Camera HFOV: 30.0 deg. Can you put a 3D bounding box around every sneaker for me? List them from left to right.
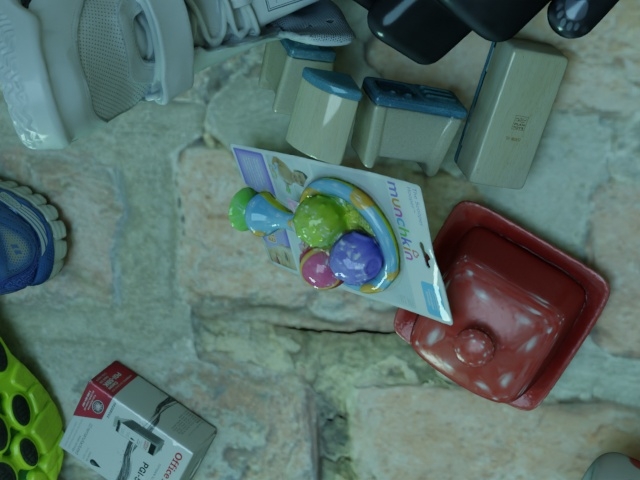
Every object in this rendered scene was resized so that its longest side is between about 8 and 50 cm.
[{"bbox_3d":[-0.426,-0.042,1.210,0.330,0.147,0.129,26,116,12],"label":"sneaker"},{"bbox_3d":[-0.380,0.164,1.305,0.124,0.109,0.295,-13,106,49],"label":"sneaker"},{"bbox_3d":[-0.095,-0.186,0.914,0.210,0.366,0.137,-4,118,16],"label":"sneaker"}]

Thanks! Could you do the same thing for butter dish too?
[{"bbox_3d":[0.145,0.074,1.039,0.160,0.118,0.160,31,117,8],"label":"butter dish"}]

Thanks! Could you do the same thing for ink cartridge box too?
[{"bbox_3d":[-0.193,0.208,1.257,0.135,0.056,0.099,32,116,9],"label":"ink cartridge box"}]

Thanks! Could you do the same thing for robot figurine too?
[{"bbox_3d":[0.136,-0.260,0.881,0.209,0.173,0.278,41,106,-13],"label":"robot figurine"}]

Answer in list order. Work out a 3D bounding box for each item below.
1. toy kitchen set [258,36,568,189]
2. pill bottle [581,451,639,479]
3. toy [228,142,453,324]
[{"bbox_3d":[0.071,-0.145,1.024,0.207,0.166,0.122,7,117,-20],"label":"toy kitchen set"},{"bbox_3d":[0.361,0.347,0.999,0.363,0.210,0.210,26,116,12],"label":"pill bottle"},{"bbox_3d":[0.000,0.000,1.038,0.237,0.056,0.136,20,136,47],"label":"toy"}]
